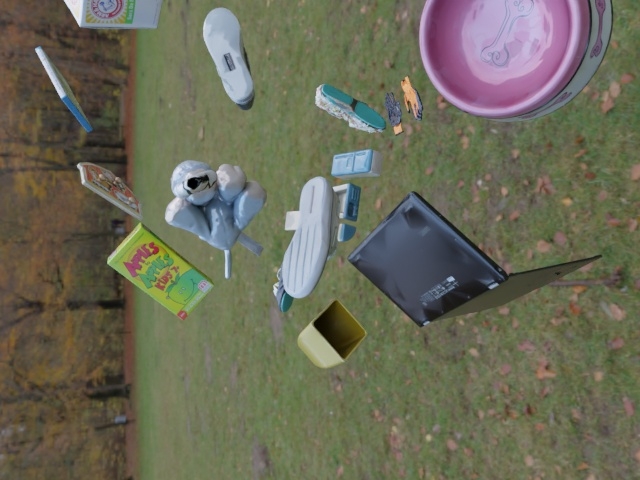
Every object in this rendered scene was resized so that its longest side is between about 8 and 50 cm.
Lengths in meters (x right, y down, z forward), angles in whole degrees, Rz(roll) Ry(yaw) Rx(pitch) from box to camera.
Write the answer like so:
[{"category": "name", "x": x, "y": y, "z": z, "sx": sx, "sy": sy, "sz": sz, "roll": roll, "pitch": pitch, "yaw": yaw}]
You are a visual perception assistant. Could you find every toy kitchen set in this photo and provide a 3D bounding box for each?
[{"category": "toy kitchen set", "x": 0.029, "y": -0.108, "z": 1.266, "sx": 0.122, "sy": 0.166, "sz": 0.207, "roll": -1, "pitch": 79, "yaw": 47}]

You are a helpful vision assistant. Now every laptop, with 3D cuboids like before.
[{"category": "laptop", "x": 0.338, "y": 0.042, "z": 1.364, "sx": 0.408, "sy": 0.236, "sz": 0.382, "roll": 42, "pitch": 150, "yaw": 2}]

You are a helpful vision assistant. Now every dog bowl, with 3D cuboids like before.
[{"category": "dog bowl", "x": 0.397, "y": -0.450, "z": 1.249, "sx": 0.407, "sy": 0.150, "sz": 0.408, "roll": 14, "pitch": 116, "yaw": 30}]

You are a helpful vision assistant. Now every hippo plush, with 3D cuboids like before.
[{"category": "hippo plush", "x": -0.264, "y": -0.113, "z": 1.504, "sx": 0.294, "sy": 0.234, "sz": 0.237, "roll": 49, "pitch": -173, "yaw": -39}]

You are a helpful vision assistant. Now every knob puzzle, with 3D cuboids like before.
[{"category": "knob puzzle", "x": -0.530, "y": -0.145, "z": 1.476, "sx": 0.030, "sy": 0.213, "sz": 0.213, "roll": -47, "pitch": 31, "yaw": 7}]

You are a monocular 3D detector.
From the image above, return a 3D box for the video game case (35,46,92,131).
[{"category": "video game case", "x": -0.557, "y": -0.328, "z": 1.256, "sx": 0.166, "sy": 0.015, "sz": 0.119, "roll": 55, "pitch": 171, "yaw": 24}]

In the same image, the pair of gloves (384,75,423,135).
[{"category": "pair of gloves", "x": 0.135, "y": -0.219, "z": 0.942, "sx": 0.083, "sy": 0.010, "sz": 0.074, "roll": -29, "pitch": 77, "yaw": 58}]

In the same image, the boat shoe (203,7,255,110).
[{"category": "boat shoe", "x": -0.188, "y": -0.375, "z": 1.201, "sx": 0.070, "sy": 0.077, "sz": 0.220, "roll": 79, "pitch": 176, "yaw": -78}]

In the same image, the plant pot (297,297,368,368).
[{"category": "plant pot", "x": 0.011, "y": 0.160, "z": 0.942, "sx": 0.081, "sy": 0.081, "sz": 0.083, "roll": 48, "pitch": 134, "yaw": 2}]

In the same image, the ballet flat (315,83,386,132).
[{"category": "ballet flat", "x": 0.089, "y": -0.394, "z": 1.766, "sx": 0.091, "sy": 0.241, "sz": 0.077, "roll": -62, "pitch": 6, "yaw": -35}]

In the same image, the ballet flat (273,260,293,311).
[{"category": "ballet flat", "x": -0.116, "y": 0.143, "z": 1.885, "sx": 0.074, "sy": 0.074, "sz": 0.203, "roll": -113, "pitch": 29, "yaw": -47}]

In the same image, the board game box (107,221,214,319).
[{"category": "board game box", "x": -0.302, "y": 0.061, "z": 1.103, "sx": 0.092, "sy": 0.181, "sz": 0.043, "roll": -48, "pitch": 23, "yaw": -2}]

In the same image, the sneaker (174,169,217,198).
[{"category": "sneaker", "x": -0.245, "y": -0.118, "z": 1.178, "sx": 0.043, "sy": 0.109, "sz": 0.040, "roll": -25, "pitch": 100, "yaw": 42}]

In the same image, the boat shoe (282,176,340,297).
[{"category": "boat shoe", "x": 0.000, "y": 0.000, "z": 0.983, "sx": 0.083, "sy": 0.075, "sz": 0.226, "roll": -9, "pitch": 58, "yaw": 39}]

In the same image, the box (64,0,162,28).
[{"category": "box", "x": -0.245, "y": -0.370, "z": 0.684, "sx": 0.114, "sy": 0.103, "sz": 0.203, "roll": 55, "pitch": 139, "yaw": 24}]
